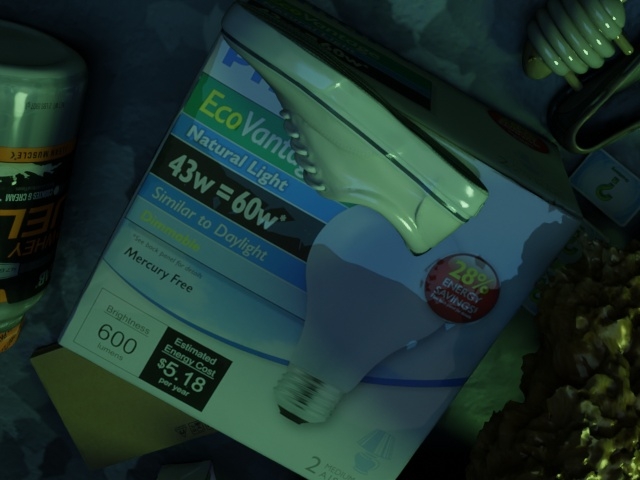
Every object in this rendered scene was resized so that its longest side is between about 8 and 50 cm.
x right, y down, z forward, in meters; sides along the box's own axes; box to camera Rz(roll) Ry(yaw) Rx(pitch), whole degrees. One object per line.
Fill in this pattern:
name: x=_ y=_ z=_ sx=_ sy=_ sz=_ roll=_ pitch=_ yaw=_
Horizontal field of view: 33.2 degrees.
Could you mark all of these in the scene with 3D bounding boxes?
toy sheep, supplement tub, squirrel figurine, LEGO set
toy sheep: x=0.249 y=-0.201 z=1.028 sx=0.132 sy=0.091 sz=0.091 roll=-38 pitch=104 yaw=20
supplement tub: x=-0.353 y=-0.052 z=1.076 sx=0.193 sy=0.193 sz=0.316 roll=16 pitch=112 yaw=-2
squirrel figurine: x=0.325 y=0.174 z=0.906 sx=0.370 sy=0.281 sz=0.397 roll=-41 pitch=125 yaw=4
LEGO set: x=0.309 y=0.050 z=1.081 sx=0.244 sy=0.060 sz=0.182 roll=44 pitch=107 yaw=16

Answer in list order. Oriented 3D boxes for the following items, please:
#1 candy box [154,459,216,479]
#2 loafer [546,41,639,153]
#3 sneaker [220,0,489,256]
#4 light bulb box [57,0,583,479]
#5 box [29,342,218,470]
candy box: x=-0.153 y=0.385 z=1.242 sx=0.070 sy=0.165 sz=0.196 roll=-6 pitch=110 yaw=7
loafer: x=0.344 y=-0.166 z=1.033 sx=0.267 sy=0.084 sz=0.096 roll=-37 pitch=104 yaw=16
sneaker: x=0.014 y=-0.081 z=0.848 sx=0.258 sy=0.094 sz=0.091 roll=39 pitch=103 yaw=-10
light bulb box: x=0.000 y=0.000 z=1.050 sx=0.357 sy=0.225 sz=0.361 roll=29 pitch=111 yaw=-6
box: x=-0.211 y=0.170 z=1.241 sx=0.201 sy=0.021 sz=0.164 roll=-19 pitch=108 yaw=12
